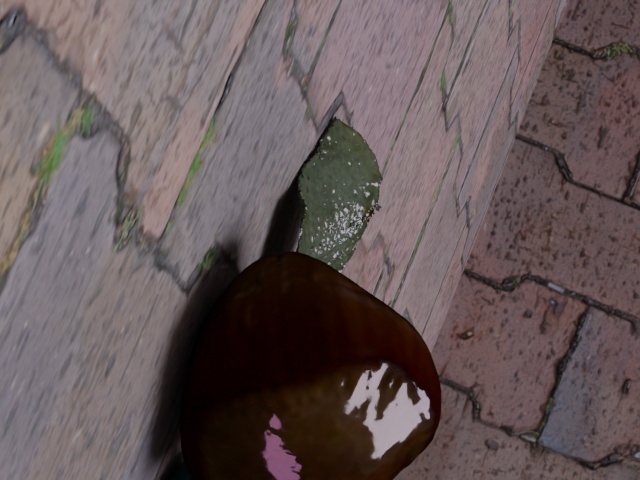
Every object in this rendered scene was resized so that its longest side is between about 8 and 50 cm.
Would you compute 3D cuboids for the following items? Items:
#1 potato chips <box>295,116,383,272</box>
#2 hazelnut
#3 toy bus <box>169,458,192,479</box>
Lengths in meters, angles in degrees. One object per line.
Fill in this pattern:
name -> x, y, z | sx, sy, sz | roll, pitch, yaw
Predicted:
potato chips -> -0.006, -0.003, 1.607 | 0.228, 0.059, 0.167 | -70, 161, -1
hazelnut -> -0.019, 0.125, 1.431 | 0.229, 0.229, 0.229 | 20, 90, -80
toy bus -> -0.112, 0.255, 1.489 | 0.160, 0.079, 0.092 | -55, 162, -51
